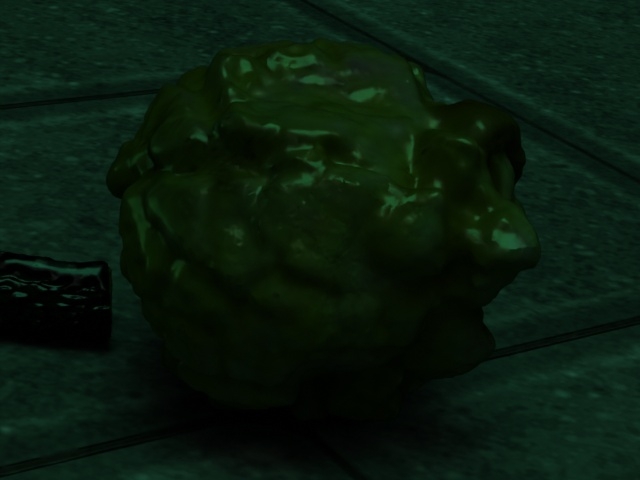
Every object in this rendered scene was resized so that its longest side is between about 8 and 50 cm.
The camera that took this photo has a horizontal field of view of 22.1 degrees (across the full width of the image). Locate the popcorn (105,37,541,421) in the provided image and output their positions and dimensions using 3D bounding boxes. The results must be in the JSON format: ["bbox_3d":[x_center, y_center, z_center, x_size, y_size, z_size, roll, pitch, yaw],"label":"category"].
[{"bbox_3d":[0.000,0.000,0.956,0.259,0.212,0.259,10,36,-7],"label":"popcorn"}]

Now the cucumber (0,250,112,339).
[{"bbox_3d":[-0.218,0.028,1.017,0.187,0.058,0.058,10,24,-1],"label":"cucumber"}]
